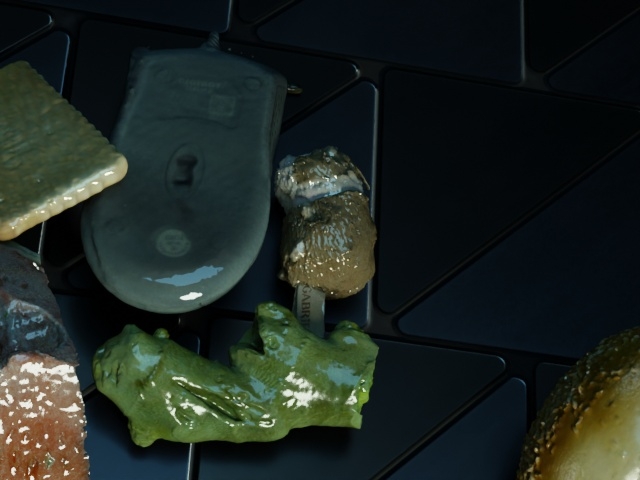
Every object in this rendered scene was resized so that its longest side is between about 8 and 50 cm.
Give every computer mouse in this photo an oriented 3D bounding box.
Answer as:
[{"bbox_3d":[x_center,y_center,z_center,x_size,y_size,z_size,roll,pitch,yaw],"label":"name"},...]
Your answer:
[{"bbox_3d":[-0.140,-0.064,1.857,0.188,0.122,0.371,9,55,0],"label":"computer mouse"}]

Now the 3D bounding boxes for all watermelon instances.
[{"bbox_3d":[-0.279,0.126,1.663,0.148,0.226,0.318,14,56,-22],"label":"watermelon"}]

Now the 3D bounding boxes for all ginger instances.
[{"bbox_3d":[-0.080,0.135,1.770,0.290,0.089,0.137,-9,105,-9],"label":"ginger"}]

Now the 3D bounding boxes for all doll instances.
[{"bbox_3d":[0.003,0.000,1.865,0.115,0.105,0.221,12,56,-15],"label":"doll"}]

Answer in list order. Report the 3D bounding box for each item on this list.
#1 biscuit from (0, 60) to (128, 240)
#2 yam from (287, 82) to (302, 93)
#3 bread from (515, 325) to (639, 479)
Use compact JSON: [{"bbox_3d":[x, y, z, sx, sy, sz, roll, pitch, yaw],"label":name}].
[{"bbox_3d":[-0.317,-0.095,1.820,0.160,0.030,0.249,-31,45,-20],"label":"biscuit"},{"bbox_3d":[-0.073,-0.176,2.000,0.107,0.014,0.014,4,60,-11],"label":"yam"},{"bbox_3d":[0.306,0.190,1.775,0.171,0.192,0.314,33,60,22],"label":"bread"}]
